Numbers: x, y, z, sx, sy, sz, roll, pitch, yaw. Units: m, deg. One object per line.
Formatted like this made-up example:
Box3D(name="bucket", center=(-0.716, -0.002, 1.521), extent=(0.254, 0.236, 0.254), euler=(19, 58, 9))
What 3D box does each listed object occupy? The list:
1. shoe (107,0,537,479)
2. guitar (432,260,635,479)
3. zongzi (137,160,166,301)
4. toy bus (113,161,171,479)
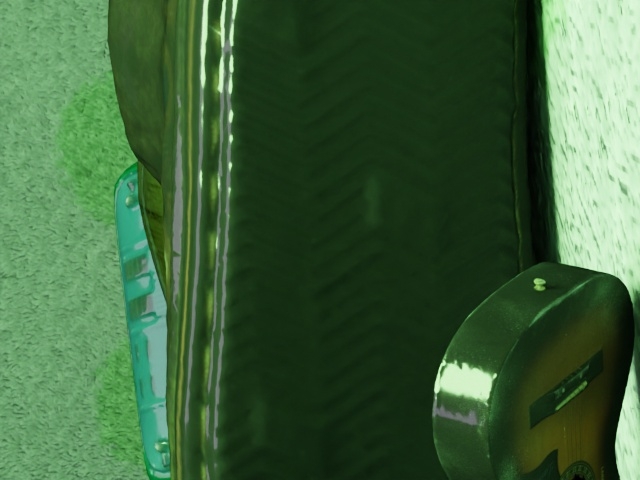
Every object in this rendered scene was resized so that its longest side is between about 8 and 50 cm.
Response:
Box3D(name="shoe", center=(0.000, 0.000, 0.851), extent=(0.237, 0.171, 0.384), euler=(-125, 28, -68))
Box3D(name="guitar", center=(0.077, 0.120, 0.641), extent=(0.088, 0.025, 0.233), euler=(-32, -55, -45))
Box3D(name="zongzi", center=(-0.055, 0.028, 1.542), extent=(0.393, 0.174, 0.356), euler=(-161, 60, -73))
Box3D(name="toy bus", center=(-0.073, 0.065, 1.737), extent=(0.199, 0.183, 0.343), euler=(5, -108, -48))
